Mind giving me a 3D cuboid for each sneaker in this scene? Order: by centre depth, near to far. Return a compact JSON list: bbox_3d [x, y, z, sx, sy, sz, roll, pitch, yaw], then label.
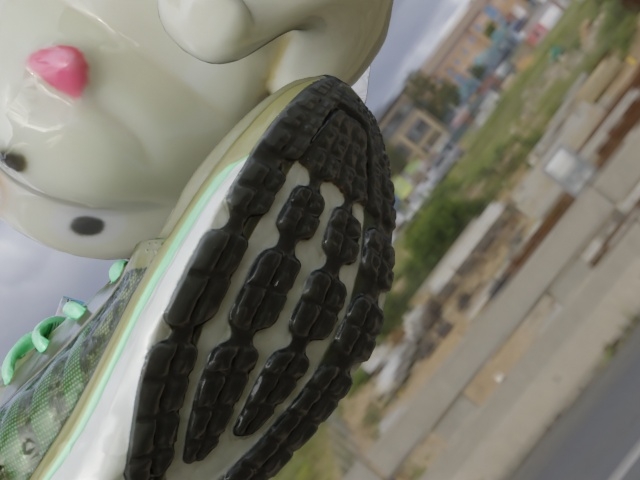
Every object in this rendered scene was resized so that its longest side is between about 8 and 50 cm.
[{"bbox_3d":[-0.119,0.079,0.704,0.410,0.182,0.158,-58,-38,-6],"label":"sneaker"}]

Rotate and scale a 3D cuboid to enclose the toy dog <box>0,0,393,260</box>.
[{"bbox_3d":[-0.084,-0.182,0.861,0.408,0.284,0.395,-57,6,0],"label":"toy dog"}]

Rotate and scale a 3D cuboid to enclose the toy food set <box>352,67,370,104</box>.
[{"bbox_3d":[0.000,0.000,1.207,0.220,0.092,0.306,-79,1,-70],"label":"toy food set"}]

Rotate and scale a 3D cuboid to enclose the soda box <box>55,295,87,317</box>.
[{"bbox_3d":[-0.184,0.118,1.386,0.063,0.183,0.058,-88,19,-52],"label":"soda box"}]
